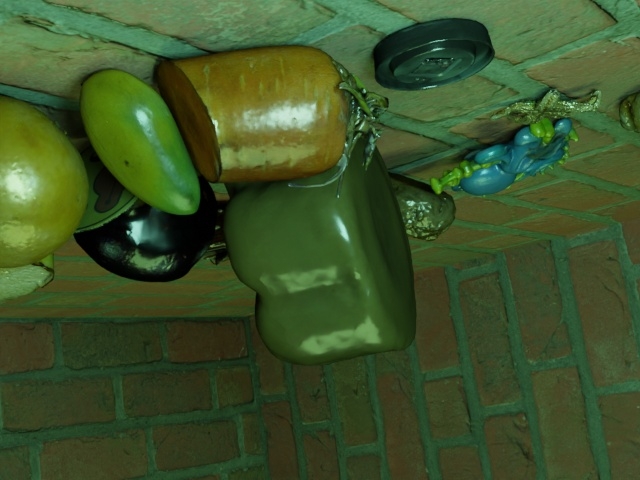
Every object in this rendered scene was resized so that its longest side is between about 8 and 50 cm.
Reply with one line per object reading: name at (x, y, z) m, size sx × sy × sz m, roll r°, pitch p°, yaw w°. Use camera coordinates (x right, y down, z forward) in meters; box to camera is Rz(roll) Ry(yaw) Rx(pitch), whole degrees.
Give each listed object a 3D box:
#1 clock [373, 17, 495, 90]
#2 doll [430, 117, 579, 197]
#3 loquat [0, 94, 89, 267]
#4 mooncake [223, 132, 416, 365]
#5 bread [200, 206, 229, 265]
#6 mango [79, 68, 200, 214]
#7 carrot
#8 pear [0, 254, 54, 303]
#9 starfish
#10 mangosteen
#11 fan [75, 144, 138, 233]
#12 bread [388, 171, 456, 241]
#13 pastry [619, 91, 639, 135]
clock at (0.169, -0.280, 1.315) m, size 0.184 × 0.040 × 0.184 m, roll -8°, pitch 168°, yaw -2°
doll at (0.403, -0.182, 1.891) m, size 0.346 × 0.099 × 0.341 m, roll -7°, pitch 159°, yaw -44°
loquat at (-0.474, -0.084, 1.275) m, size 0.263 × 0.263 × 0.263 m, roll -8°, pitch 169°, yaw -2°
mooncake at (0.000, 0.000, 1.543) m, size 0.262 × 0.467 × 0.467 m, roll -14°, pitch 168°, yaw 13°
bread at (-0.244, -0.006, 2.126) m, size 0.212 × 0.142 × 0.224 m, roll -5°, pitch 170°, yaw -34°
mango at (-0.266, -0.138, 1.272) m, size 0.137 × 0.237 × 0.091 m, roll -5°, pitch -153°, yaw 34°
carrot at (-0.054, -0.178, 1.244) m, size 0.331 × 0.214 × 0.193 m, roll -9°, pitch 140°, yaw -12°
pear at (-0.720, 0.004, 1.697) m, size 0.386 × 0.191 × 0.340 m, roll -14°, pitch 159°, yaw 8°
starfish at (0.425, -0.245, 1.652) m, size 0.209 × 0.053 × 0.150 m, roll -6°, pitch 164°, yaw -2°
mangosteen at (-0.311, -0.072, 1.562) m, size 0.287 × 0.288 × 0.233 m, roll -2°, pitch -165°, yaw -31°
fan at (-0.318, -0.107, 1.401) m, size 0.335 × 0.229 × 0.011 m, roll -10°, pitch 138°, yaw 21°
bread at (0.189, -0.075, 1.949) m, size 0.230 × 0.123 × 0.230 m, roll 20°, pitch -167°, yaw -5°
pastry at (0.706, -0.251, 1.703) m, size 0.229 × 0.100 × 0.218 m, roll -9°, pitch 169°, yaw 10°
